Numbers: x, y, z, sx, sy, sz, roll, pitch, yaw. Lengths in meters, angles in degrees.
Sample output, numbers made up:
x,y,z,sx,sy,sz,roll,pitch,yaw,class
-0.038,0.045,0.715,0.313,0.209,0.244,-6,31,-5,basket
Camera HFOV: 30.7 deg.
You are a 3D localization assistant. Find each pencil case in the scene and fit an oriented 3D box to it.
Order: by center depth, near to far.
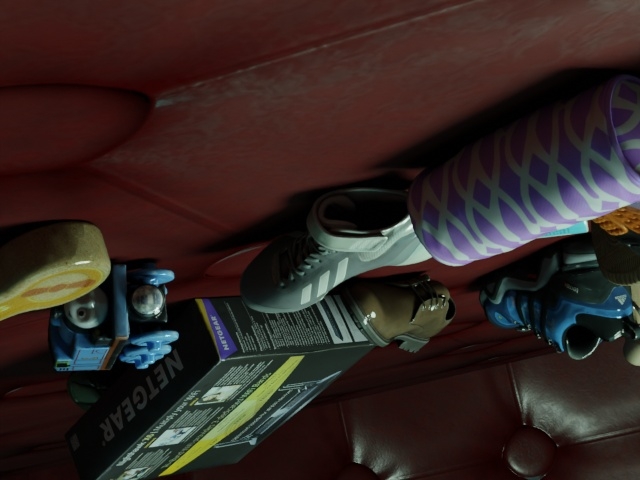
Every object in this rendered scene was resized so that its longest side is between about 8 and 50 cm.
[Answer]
x,y,z,sx,sy,sz,roll,pitch,yaw,class
0.153,-0.046,0.808,0.206,0.086,0.088,-22,-171,46,pencil case

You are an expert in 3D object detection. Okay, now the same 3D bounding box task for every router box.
x,y,z,sx,sy,sz,roll,pitch,yaw,class
-0.120,0.176,1.373,0.243,0.081,0.309,0,146,-46,router box

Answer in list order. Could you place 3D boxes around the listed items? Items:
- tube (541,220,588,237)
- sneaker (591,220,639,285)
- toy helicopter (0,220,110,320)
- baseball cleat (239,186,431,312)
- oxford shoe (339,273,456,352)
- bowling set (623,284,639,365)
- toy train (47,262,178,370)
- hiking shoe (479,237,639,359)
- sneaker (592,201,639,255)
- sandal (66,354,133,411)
x,y,z,sx,sy,sz,roll,pitch,yaw,class
0.125,-0.015,1.010,0.207,0.052,0.080,-10,169,13,tube
0.357,-0.032,1.032,0.153,0.099,0.282,-7,165,-14,sneaker
-0.321,0.061,0.810,0.355,0.140,0.235,-22,160,-4,toy helicopter
0.000,0.000,0.940,0.205,0.072,0.109,-23,151,27,baseball cleat
0.093,0.070,1.350,0.096,0.083,0.227,-37,161,18,oxford shoe
0.475,0.048,1.397,0.199,0.154,0.287,-11,169,-6,bowling set
-0.186,0.072,1.030,0.105,0.080,0.184,-3,166,-16,toy train
0.286,0.089,1.457,0.113,0.132,0.304,-9,168,-16,hiking shoe
0.285,-0.052,0.850,0.099,0.121,0.262,35,169,-10,sneaker
-0.210,0.161,1.476,0.219,0.090,0.060,-20,-155,-12,sandal
